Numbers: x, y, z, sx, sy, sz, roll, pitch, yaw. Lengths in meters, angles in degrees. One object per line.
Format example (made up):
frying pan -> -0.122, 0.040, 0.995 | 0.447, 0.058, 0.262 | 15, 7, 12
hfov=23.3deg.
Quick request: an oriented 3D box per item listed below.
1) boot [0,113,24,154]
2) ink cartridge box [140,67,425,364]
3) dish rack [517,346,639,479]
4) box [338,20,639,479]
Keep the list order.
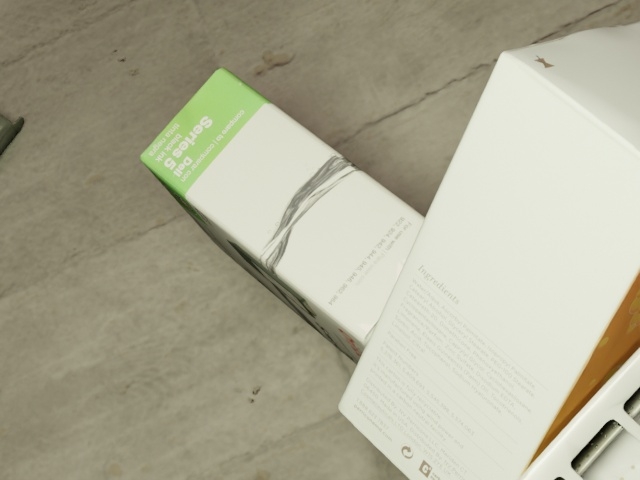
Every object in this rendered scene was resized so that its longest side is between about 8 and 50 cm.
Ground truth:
boot -> -0.412, -0.105, 1.587 | 0.198, 0.077, 0.137 | 28, 74, 11
ink cartridge box -> 0.000, 0.000, 1.347 | 0.273, 0.198, 0.115 | 39, 83, 26
dish rack -> 0.318, 0.221, 1.120 | 0.333, 0.072, 0.285 | 43, 90, 2
box -> 0.191, 0.028, 1.175 | 0.168, 0.215, 0.345 | 42, 128, 27
